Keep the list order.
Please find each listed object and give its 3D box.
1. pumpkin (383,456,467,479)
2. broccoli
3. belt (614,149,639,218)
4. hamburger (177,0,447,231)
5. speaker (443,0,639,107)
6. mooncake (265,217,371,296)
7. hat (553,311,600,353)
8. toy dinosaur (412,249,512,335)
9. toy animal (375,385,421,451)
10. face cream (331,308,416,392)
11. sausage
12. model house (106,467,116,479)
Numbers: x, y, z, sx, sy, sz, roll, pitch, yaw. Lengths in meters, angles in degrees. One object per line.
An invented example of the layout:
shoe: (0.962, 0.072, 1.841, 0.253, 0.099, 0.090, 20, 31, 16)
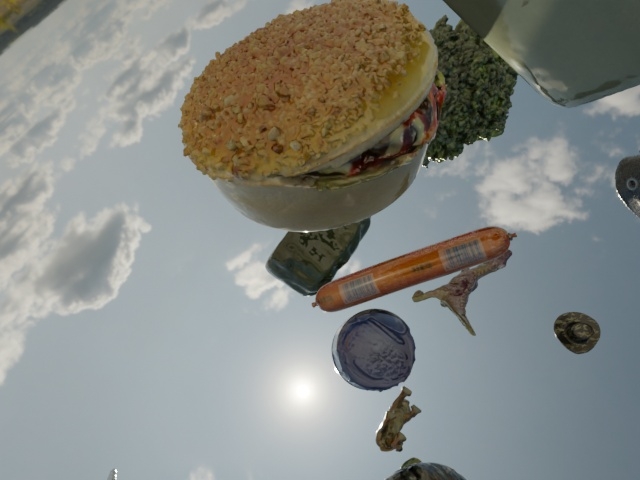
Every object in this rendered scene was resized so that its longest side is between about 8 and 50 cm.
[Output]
pumpkin: (0.241, 0.669, 1.177, 0.296, 0.296, 0.295, -23, -141, 21)
broccoli: (0.233, -0.287, 0.913, 0.288, 0.247, 0.246, -29, -164, -27)
belt: (0.721, -0.096, 1.010, 0.122, 0.218, 0.128, -54, -166, -9)
hamburger: (-0.011, -0.151, 0.532, 0.302, 0.170, 0.302, -8, -132, 9)
speaker: (0.263, -0.299, 0.342, 0.406, 0.184, 0.183, -49, -170, -10)
mooncake: (0.000, 0.000, 1.458, 0.356, 0.194, 0.356, -52, -179, 2)
hat: (0.667, 0.233, 1.216, 0.121, 0.050, 0.121, 0, -108, -1)
toy dinosaur: (0.276, 0.108, 0.952, 0.251, 0.072, 0.200, -33, 180, -37)
toy animal: (0.248, 0.601, 1.555, 0.097, 0.157, 0.312, 31, -150, 15)
face cream: (0.160, 0.346, 1.496, 0.249, 0.225, 0.248, 0, -105, -1)
sausage: (0.133, 0.049, 0.751, 0.348, 0.053, 0.053, -22, -140, 23)
model house: (-0.116, 0.218, 0.197, 0.205, 0.243, 0.211, 7, -111, 16)
